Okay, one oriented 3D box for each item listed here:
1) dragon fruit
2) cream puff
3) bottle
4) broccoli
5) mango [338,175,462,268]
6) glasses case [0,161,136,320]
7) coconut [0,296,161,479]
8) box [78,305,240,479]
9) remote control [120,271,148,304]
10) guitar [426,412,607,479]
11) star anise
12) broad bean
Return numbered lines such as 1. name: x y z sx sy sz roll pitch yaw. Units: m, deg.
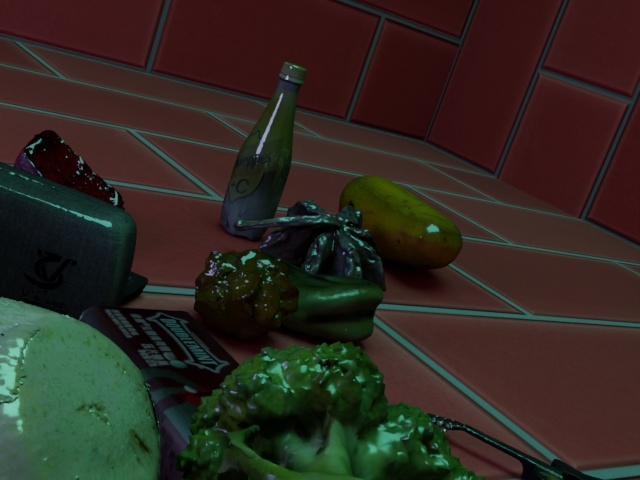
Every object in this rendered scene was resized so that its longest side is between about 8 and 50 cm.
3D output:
1. dragon fruit: -0.324 -0.048 1.058 0.147 0.096 0.102 50 25 -5
2. cream puff: -0.079 0.053 0.944 0.116 0.094 0.122 1 37 -18
3. bottle: -0.080 -0.135 1.302 0.083 0.270 0.083 17 13 -4
4. broccoli: 0.016 0.195 0.429 0.254 0.186 0.302 57 9 -9
5. mango: 0.132 -0.020 1.468 0.177 0.120 0.295 20 14 -32
6. glasses case: -0.334 -0.015 0.806 0.323 0.131 0.074 20 17 1
7. coconut: -0.180 0.124 0.456 0.171 0.182 0.171 46 28 -34
8. box: -0.110 0.129 0.701 0.120 0.069 0.224 8 17 -37
9. remote control: -0.309 0.011 0.958 0.245 0.025 0.063 23 16 11
10. guitar: 0.205 0.224 0.845 0.233 0.025 0.088 23 15 18
11. star anise: 0.000 0.000 1.257 0.231 0.089 0.209 0 33 -47
12. broad bean: -0.027 0.066 1.064 0.206 0.072 0.153 15 10 30
